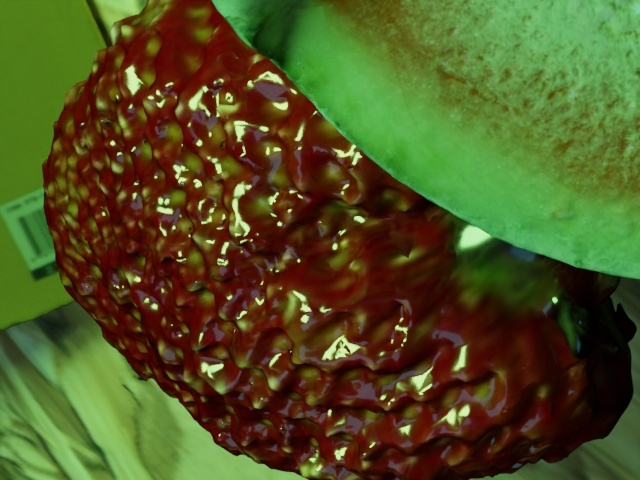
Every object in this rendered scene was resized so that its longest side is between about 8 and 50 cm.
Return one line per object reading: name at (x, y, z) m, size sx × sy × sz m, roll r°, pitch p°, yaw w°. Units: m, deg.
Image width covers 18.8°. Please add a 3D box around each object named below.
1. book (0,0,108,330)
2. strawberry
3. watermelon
book at (-0.255, -0.104, 0.979) m, size 0.269 × 0.032 × 0.389 m, roll -21°, pitch 118°, yaw 1°
strawberry at (0.001, 0.001, 0.861) m, size 0.257 × 0.261 × 0.261 m, roll -25°, pitch 116°, yaw 4°
watermelon at (0.124, -0.110, 0.660) m, size 0.289 × 0.320 × 0.214 m, roll 54°, pitch 143°, yaw 0°
